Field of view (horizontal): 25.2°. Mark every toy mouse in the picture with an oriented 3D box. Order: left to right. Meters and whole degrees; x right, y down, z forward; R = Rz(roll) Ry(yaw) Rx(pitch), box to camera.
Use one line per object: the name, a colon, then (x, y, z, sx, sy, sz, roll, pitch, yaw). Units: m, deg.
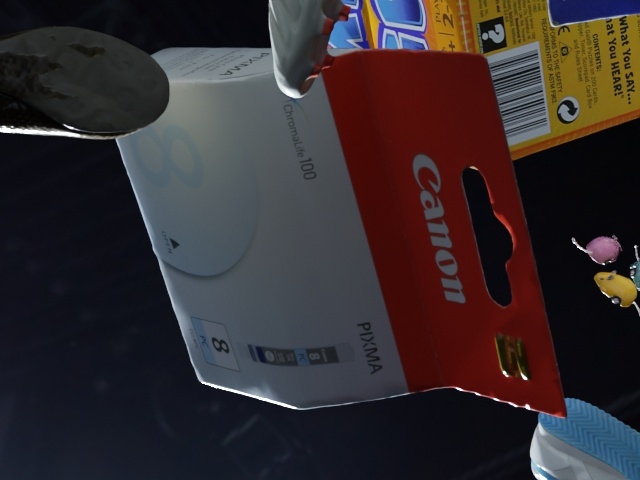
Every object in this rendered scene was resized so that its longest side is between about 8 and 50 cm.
toy mouse: (0.432, 0.033, 2.016, 0.143, 0.161, 0.031, -40, 169, -48)

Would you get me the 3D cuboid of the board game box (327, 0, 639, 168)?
board game box: (0.196, -0.316, 1.492, 0.356, 0.357, 0.356, -19, -160, -22)

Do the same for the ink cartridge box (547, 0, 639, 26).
ink cartridge box: (0.319, -0.304, 1.002, 0.330, 0.324, 0.071, -9, -147, 3)

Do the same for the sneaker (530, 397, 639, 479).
sneaker: (0.310, 0.252, 1.423, 0.087, 0.092, 0.228, -28, -129, -36)

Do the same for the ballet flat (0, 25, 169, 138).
ballet flat: (-0.234, -0.110, 1.044, 0.058, 0.250, 0.084, 150, -66, -63)

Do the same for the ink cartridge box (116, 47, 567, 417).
ink cartridge box: (0.000, 0.000, 1.168, 0.091, 0.308, 0.385, -31, -154, -35)

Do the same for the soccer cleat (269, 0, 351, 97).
soccer cleat: (-0.016, -0.194, 0.951, 0.076, 0.196, 0.068, 12, -160, 10)
